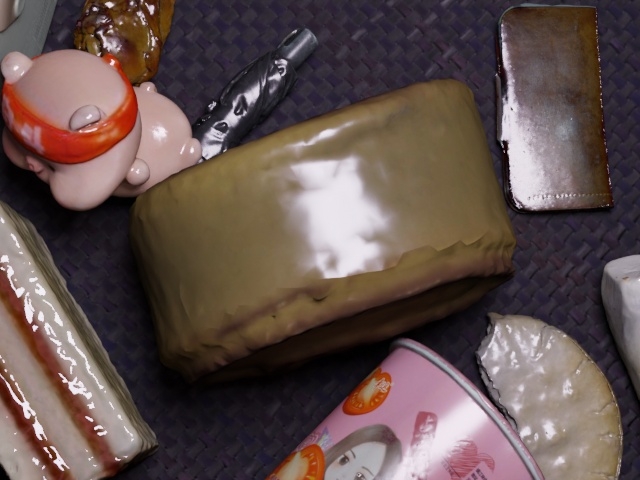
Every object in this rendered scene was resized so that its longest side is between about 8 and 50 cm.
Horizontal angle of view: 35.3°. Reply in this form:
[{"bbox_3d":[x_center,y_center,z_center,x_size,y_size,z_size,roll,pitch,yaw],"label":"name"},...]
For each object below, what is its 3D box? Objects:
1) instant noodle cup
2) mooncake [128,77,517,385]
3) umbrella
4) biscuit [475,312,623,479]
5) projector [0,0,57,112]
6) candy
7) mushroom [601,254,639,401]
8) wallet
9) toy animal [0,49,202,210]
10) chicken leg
[{"bbox_3d":[0.071,0.262,1.025,0.231,0.243,0.243,-38,88,-14],"label":"instant noodle cup"},{"bbox_3d":[0.000,0.000,1.071,0.394,0.393,0.246,-23,84,33],"label":"mooncake"},{"bbox_3d":[-0.086,-0.154,1.165,0.236,0.059,0.066,-48,114,-10],"label":"umbrella"},{"bbox_3d":[0.279,0.207,1.163,0.141,0.038,0.290,-20,86,-7],"label":"biscuit"},{"bbox_3d":[-0.380,-0.253,1.057,0.163,0.242,0.177,14,84,-1],"label":"projector"},{"bbox_3d":[-0.304,0.120,1.051,0.135,0.179,0.321,-32,87,-8],"label":"candy"},{"bbox_3d":[0.381,0.129,1.158,0.081,0.092,0.223,-14,92,-20],"label":"mushroom"},{"bbox_3d":[0.277,-0.160,1.210,0.137,0.031,0.255,-1,83,-5],"label":"wallet"},{"bbox_3d":[-0.238,-0.115,1.054,0.171,0.197,0.171,-6,78,29],"label":"toy animal"},{"bbox_3d":[-0.195,-0.283,1.164,0.107,0.087,0.251,38,74,-21],"label":"chicken leg"}]
